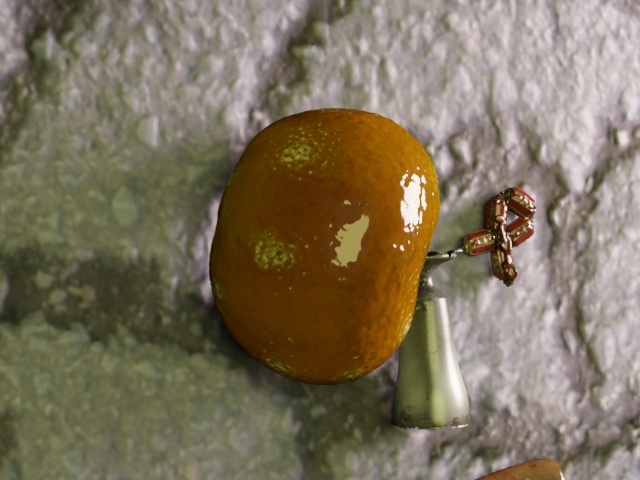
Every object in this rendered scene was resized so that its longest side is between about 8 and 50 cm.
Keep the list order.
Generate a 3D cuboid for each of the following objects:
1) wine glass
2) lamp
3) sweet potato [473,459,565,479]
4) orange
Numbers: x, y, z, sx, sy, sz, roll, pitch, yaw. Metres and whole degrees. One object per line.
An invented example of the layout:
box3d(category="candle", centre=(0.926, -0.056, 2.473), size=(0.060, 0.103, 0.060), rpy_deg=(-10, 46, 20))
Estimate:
box3d(category="wine glass", centre=(0.094, 0.086, 1.616), size=(0.072, 0.072, 0.155), rpy_deg=(-3, 87, -23))
box3d(category="lamp", centre=(0.169, -0.009, 1.678), size=(0.063, 0.031, 0.083), rpy_deg=(39, 68, -16))
box3d(category="sweet potato", centre=(0.060, 0.276, 1.570), size=(0.385, 0.109, 0.109), rpy_deg=(-28, 96, -23))
box3d(category="orange", centre=(0.000, -0.004, 1.535), size=(0.179, 0.158, 0.237), rpy_deg=(13, 79, 13))
